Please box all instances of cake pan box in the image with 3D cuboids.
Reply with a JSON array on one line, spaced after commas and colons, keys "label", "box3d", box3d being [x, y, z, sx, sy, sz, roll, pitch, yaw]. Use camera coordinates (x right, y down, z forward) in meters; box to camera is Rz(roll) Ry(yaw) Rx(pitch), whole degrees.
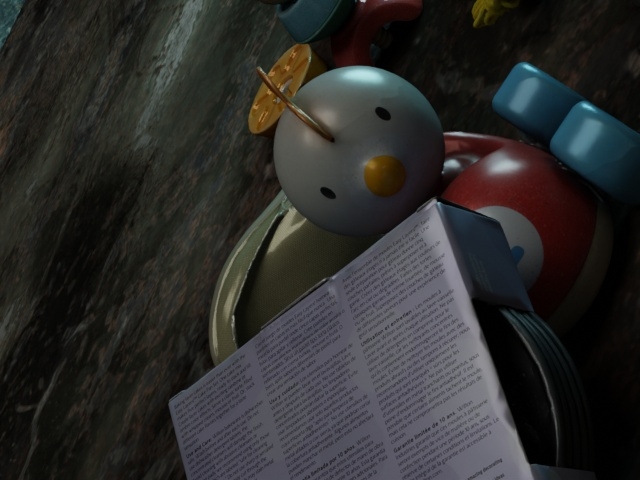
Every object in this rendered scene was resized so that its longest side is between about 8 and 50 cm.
[{"label": "cake pan box", "box3d": [0.037, 0.141, 1.100, 0.267, 0.070, 0.245, -39, 56, 31]}]

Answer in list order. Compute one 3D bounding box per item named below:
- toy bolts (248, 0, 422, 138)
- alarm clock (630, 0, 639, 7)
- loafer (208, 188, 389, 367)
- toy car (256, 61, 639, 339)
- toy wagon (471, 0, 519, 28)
[{"label": "toy bolts", "box3d": [-0.037, -0.211, 1.723, 0.218, 0.158, 0.228, -59, 22, 1]}, {"label": "alarm clock", "box3d": [0.237, -0.216, 1.290, 0.129, 0.064, 0.192, -39, 33, 40]}, {"label": "loafer", "box3d": [0.000, 0.000, 1.465, 0.268, 0.102, 0.092, -64, 17, -12]}, {"label": "toy car", "box3d": [0.055, -0.037, 1.216, 0.219, 0.238, 0.210, -57, 23, 8]}, {"label": "toy wagon", "box3d": [0.142, -0.322, 1.510, 0.267, 0.068, 0.344, 118, 151, -58]}]
